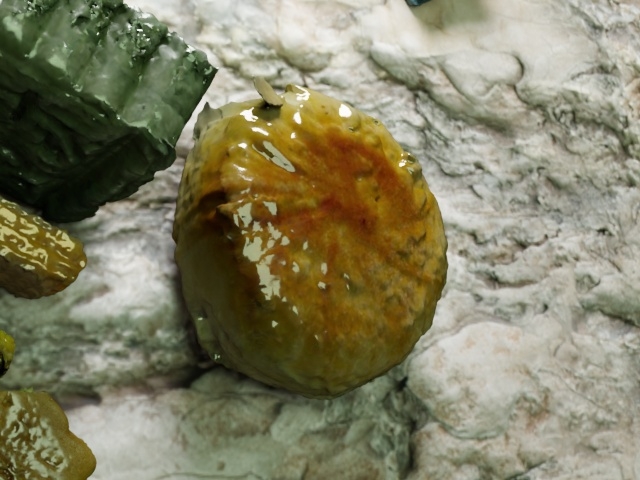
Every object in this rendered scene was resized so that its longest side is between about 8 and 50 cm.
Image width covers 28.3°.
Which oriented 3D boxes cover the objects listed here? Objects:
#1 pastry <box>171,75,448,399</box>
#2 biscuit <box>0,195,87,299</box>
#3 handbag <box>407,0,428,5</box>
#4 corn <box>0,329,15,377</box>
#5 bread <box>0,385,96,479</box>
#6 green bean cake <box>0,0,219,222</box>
[{"bbox_3d":[0.000,0.000,1.273,0.330,0.136,0.329,13,66,-32],"label":"pastry"},{"bbox_3d":[-0.374,-0.055,1.059,0.379,0.094,0.054,31,65,-22],"label":"biscuit"},{"bbox_3d":[0.113,-0.402,1.540,0.144,0.057,0.221,-31,95,-30],"label":"handbag"},{"bbox_3d":[-0.350,0.071,1.047,0.203,0.072,0.072,24,63,-28],"label":"corn"},{"bbox_3d":[-0.269,0.185,1.068,0.140,0.069,0.128,49,53,-13],"label":"bread"},{"bbox_3d":[-0.244,-0.131,1.080,0.255,0.241,0.132,36,56,-20],"label":"green bean cake"}]
